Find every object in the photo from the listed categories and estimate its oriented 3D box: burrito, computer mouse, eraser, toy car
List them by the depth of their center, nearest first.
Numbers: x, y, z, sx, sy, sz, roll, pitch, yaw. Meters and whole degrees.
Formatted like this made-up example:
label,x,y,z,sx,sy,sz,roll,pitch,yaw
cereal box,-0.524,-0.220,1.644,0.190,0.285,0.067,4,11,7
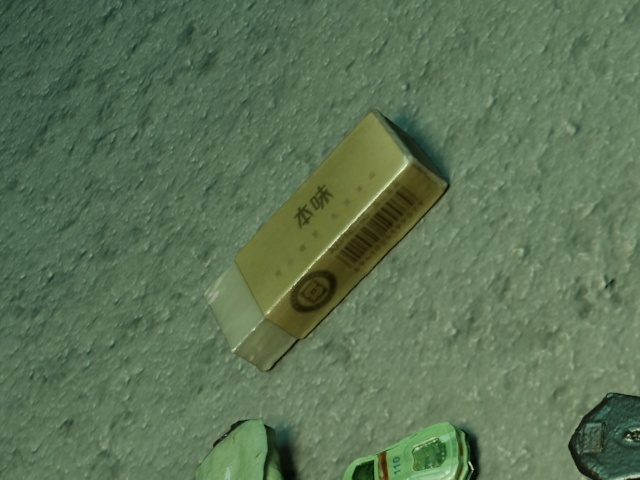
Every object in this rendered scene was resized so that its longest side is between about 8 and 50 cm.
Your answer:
label,x,y,z,sx,sy,sz,roll,pitch,yaw
computer mouse,0.329,0.203,1.571,0.172,0.057,0.099,-7,56,30
toy car,0.086,0.265,1.774,0.186,0.058,0.093,-28,48,30
burrito,-0.079,0.328,1.881,0.144,0.089,0.229,-51,35,28
eraser,0.000,0.000,2.039,0.343,0.078,0.144,-47,38,11
